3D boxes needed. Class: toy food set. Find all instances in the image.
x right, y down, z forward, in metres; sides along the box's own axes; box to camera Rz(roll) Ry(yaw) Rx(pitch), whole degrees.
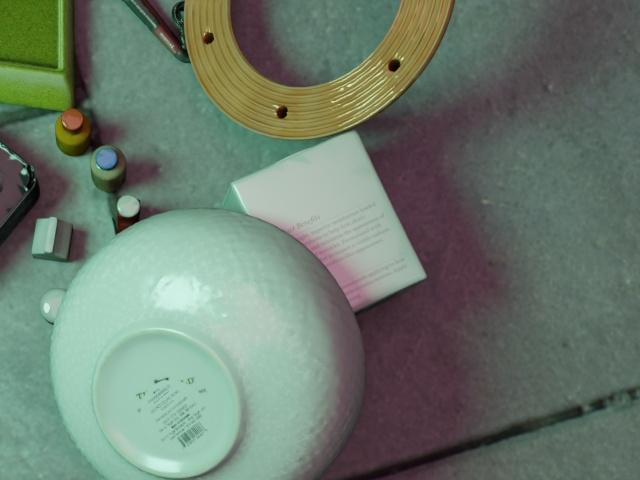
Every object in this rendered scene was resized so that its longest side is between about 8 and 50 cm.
[{"bbox_3d":[-0.256,-0.023,1.668,0.111,0.104,0.232,9,80,-6],"label":"toy food set"}]

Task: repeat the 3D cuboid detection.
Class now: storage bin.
[{"bbox_3d":[-0.404,-0.033,1.662,0.122,0.084,0.180,38,77,0],"label":"storage bin"}]

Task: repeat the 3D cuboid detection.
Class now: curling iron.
[{"bbox_3d":[-0.223,-0.308,1.756,0.274,0.035,0.068,42,74,0],"label":"curling iron"}]

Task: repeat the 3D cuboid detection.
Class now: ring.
[{"bbox_3d":[-0.001,-0.271,1.667,0.336,0.032,0.337,-6,77,28],"label":"ring"}]

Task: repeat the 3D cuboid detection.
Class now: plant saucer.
[{"bbox_3d":[-0.350,-0.248,1.683,0.188,0.045,0.188,5,78,-33],"label":"plant saucer"}]

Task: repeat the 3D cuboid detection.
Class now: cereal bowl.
[{"bbox_3d":[-0.132,0.141,1.557,0.339,0.141,0.339,4,105,17],"label":"cereal bowl"}]

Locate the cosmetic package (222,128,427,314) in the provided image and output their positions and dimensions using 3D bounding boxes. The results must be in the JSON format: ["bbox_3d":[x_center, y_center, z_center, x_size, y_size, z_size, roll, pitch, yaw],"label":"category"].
[{"bbox_3d":[0.000,0.000,1.673,0.151,0.151,0.184,-24,85,-11],"label":"cosmetic package"}]
